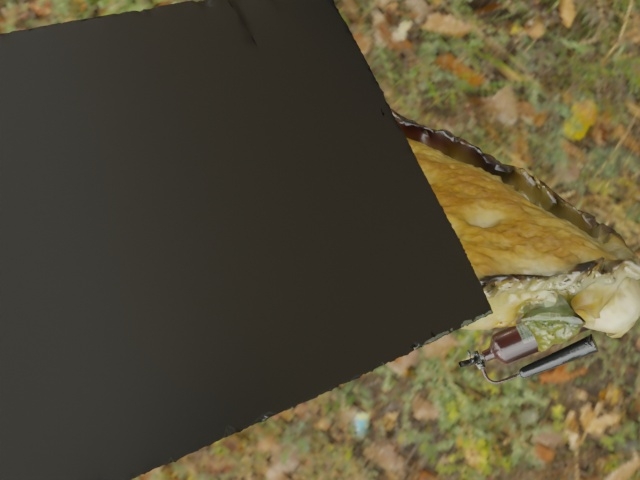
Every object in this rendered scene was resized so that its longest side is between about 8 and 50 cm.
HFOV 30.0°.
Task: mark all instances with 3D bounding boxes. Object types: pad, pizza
[{"bbox_3d":[-0.050,-0.012,0.430,0.004,0.243,0.164,-36,77,49],"label":"pad"},{"bbox_3d":[0.020,-0.011,0.806,0.391,0.435,0.080,8,120,3],"label":"pizza"}]

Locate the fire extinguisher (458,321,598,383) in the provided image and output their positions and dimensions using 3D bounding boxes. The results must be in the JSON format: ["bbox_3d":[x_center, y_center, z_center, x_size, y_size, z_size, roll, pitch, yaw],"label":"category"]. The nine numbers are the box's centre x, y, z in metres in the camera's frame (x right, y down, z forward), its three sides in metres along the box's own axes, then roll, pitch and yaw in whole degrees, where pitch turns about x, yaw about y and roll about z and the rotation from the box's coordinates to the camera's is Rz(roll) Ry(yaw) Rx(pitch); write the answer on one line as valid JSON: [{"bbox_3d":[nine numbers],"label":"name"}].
[{"bbox_3d":[0.199,0.079,0.995,0.173,0.035,0.049,-24,116,4],"label":"fire extinguisher"}]
